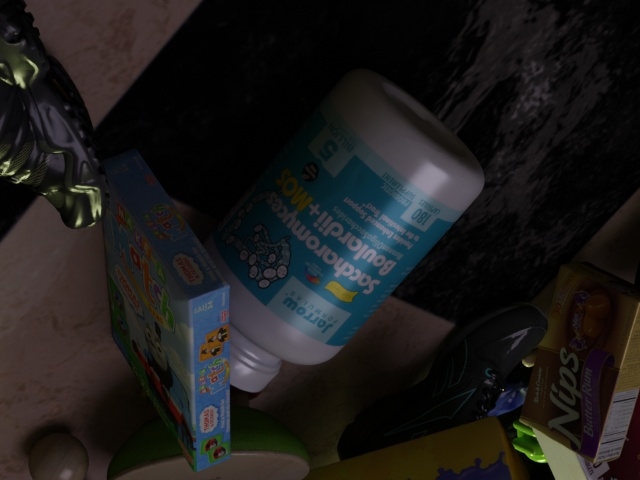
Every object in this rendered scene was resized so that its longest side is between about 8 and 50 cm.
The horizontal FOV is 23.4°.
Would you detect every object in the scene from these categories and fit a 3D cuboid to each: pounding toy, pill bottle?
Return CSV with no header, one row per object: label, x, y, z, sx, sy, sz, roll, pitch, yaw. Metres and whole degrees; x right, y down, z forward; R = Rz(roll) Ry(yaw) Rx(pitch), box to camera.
pounding toy,-0.130,0.170,1.400,0.236,0.110,0.183,-11,158,11
pill bottle,0.000,0.000,1.262,0.264,0.146,0.146,-50,143,15

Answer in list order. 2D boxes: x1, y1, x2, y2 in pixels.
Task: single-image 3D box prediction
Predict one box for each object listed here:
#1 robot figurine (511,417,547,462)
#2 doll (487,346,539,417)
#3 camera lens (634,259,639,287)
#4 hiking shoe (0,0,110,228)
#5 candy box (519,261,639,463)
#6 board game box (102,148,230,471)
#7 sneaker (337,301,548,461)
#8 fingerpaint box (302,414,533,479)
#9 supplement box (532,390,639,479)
robot figurine,0.281,0.226,1.831,0.115,0.067,0.101,-4,102,-38
doll,0.228,0.156,1.723,0.189,0.046,0.129,-32,151,-10
camera lens,0.493,0.068,1.656,0.274,0.219,0.219,22,116,-24
hiking shoe,-0.222,-0.081,1.049,0.114,0.086,0.227,-22,138,0
candy box,0.286,0.128,1.635,0.053,0.109,0.187,-3,113,-44
board game box,-0.121,0.057,1.207,0.039,0.160,0.212,-20,141,-22
sneaker,0.146,0.176,1.626,0.267,0.106,0.101,-42,144,2
fingerpaint box,0.026,0.372,1.568,0.444,0.163,0.371,-19,146,11
supplement box,0.368,0.198,1.792,0.239,0.073,0.130,-33,106,-25
